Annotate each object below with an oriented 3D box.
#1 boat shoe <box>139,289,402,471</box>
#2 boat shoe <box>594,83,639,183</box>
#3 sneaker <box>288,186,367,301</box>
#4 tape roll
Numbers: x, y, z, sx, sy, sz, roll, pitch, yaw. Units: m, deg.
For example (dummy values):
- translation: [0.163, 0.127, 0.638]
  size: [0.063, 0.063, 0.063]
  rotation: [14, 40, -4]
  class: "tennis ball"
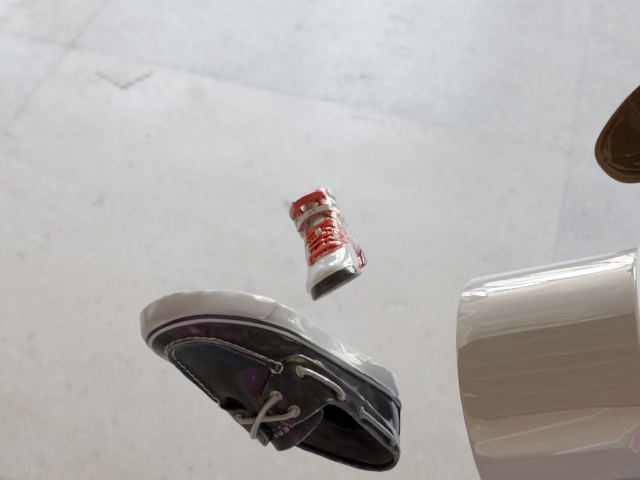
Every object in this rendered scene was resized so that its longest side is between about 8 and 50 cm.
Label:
- translation: [-0.036, 0.138, 1.083]
  size: [0.301, 0.108, 0.102]
  rotation: [31, 40, -38]
  class: "boat shoe"
- translation: [0.499, -0.208, 1.550]
  size: [0.123, 0.342, 0.123]
  rotation: [43, 14, 1]
  class: "boat shoe"
- translation: [-0.001, 0.001, 1.796]
  size: [0.090, 0.145, 0.270]
  rotation: [-29, 2, 10]
  class: "sneaker"
- translation: [0.248, 0.139, 1.137]
  size: [0.169, 0.246, 0.246]
  rotation: [-13, 36, 23]
  class: "tape roll"
